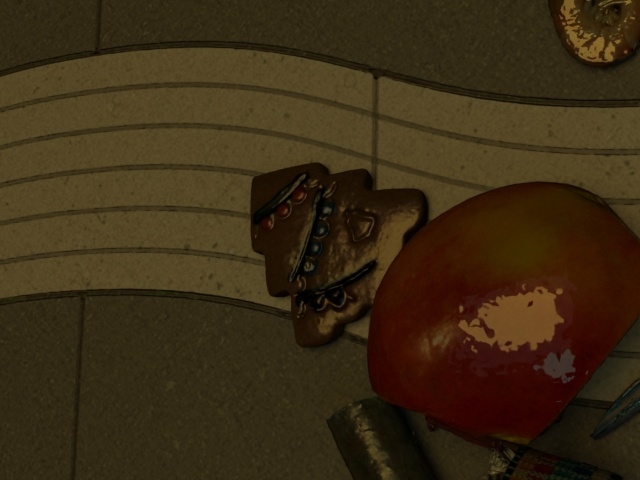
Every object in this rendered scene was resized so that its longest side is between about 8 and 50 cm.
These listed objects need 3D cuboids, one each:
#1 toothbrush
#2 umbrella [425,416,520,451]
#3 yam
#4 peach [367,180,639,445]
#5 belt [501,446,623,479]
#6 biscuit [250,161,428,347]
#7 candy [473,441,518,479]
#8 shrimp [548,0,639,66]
[{"bbox_3d":[0.489,0.113,1.517,0.413,0.042,0.035,-42,29,14],"label":"toothbrush"},{"bbox_3d":[0.197,0.251,1.614,0.165,0.025,0.027,12,113,49],"label":"umbrella"},{"bbox_3d":[0.101,0.325,1.625,0.106,0.106,0.259,-33,66,17],"label":"yam"},{"bbox_3d":[0.219,0.090,1.541,0.380,0.242,0.306,-48,69,10],"label":"peach"},{"bbox_3d":[0.256,0.398,1.483,0.161,0.207,0.295,15,102,23],"label":"belt"},{"bbox_3d":[-0.001,0.000,1.772,0.301,0.043,0.278,36,96,27],"label":"biscuit"},{"bbox_3d":[0.208,0.363,1.599,0.094,0.051,0.226,18,88,22],"label":"candy"},{"bbox_3d":[0.366,-0.345,1.657,0.133,0.053,0.236,-20,75,23],"label":"shrimp"}]
